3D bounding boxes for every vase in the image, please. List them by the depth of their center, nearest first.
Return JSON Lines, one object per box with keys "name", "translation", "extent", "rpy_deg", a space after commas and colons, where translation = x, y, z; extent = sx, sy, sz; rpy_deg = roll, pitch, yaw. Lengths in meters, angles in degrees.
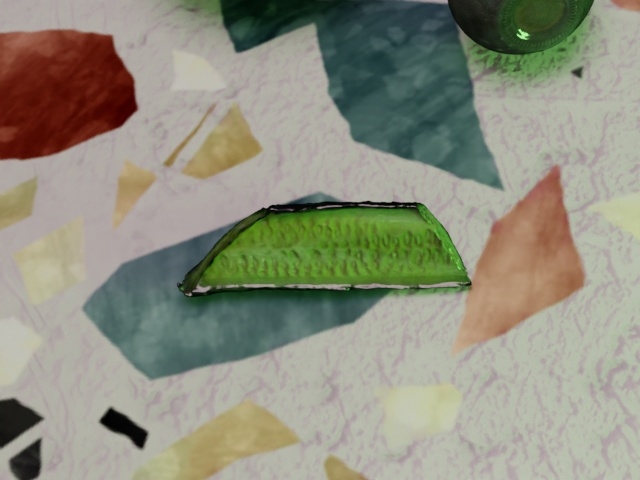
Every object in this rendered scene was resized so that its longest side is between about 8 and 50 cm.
{"name": "vase", "translation": [0.148, -0.228, 1.347], "extent": [0.120, 0.120, 0.183], "rpy_deg": [-16, 42, 0]}

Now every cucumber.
{"name": "cucumber", "translation": [0.000, 0.000, 1.257], "extent": [0.220, 0.070, 0.046], "rpy_deg": [-3, 29, 7]}
